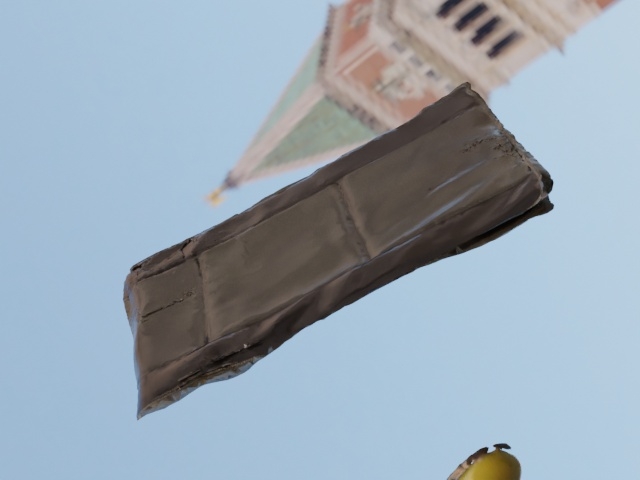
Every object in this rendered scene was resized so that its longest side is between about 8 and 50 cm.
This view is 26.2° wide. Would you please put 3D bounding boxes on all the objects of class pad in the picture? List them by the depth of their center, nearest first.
[{"bbox_3d":[0.000,0.001,0.725,0.022,0.233,0.174,60,-178,-25],"label":"pad"}]

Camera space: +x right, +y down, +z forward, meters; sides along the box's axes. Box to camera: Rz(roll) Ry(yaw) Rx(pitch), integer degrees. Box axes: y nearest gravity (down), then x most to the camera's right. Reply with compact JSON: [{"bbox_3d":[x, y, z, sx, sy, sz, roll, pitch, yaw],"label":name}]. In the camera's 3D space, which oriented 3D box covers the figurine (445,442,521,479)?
[{"bbox_3d":[0.133,0.208,0.581,0.162,0.143,0.263,51,-176,-49],"label":"figurine"}]
